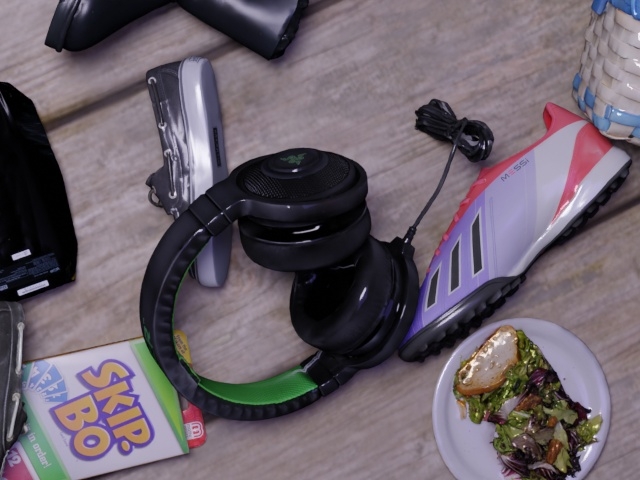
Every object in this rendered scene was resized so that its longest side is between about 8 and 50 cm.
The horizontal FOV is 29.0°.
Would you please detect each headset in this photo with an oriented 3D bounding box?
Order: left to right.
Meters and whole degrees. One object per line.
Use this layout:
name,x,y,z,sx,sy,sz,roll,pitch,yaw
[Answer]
headset,0.000,0.000,1.207,0.394,0.185,0.243,-35,124,-6

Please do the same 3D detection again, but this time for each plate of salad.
plate of salad,0.216,0.181,1.299,0.200,0.048,0.199,0,89,-12

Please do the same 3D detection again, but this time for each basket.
basket,0.390,-0.229,1.246,0.255,0.201,0.289,19,114,-10

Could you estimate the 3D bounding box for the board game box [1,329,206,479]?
board game box,-0.245,0.172,1.210,0.259,0.039,0.124,-12,91,-18

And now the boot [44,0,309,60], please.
boot,-0.122,-0.235,1.192,0.207,0.094,0.246,31,59,-7

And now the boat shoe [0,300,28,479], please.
boat shoe,-0.302,0.164,1.136,0.070,0.078,0.219,0,97,-43

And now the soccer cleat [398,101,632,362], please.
soccer cleat,0.177,-0.006,1.277,0.318,0.108,0.116,-43,78,-7

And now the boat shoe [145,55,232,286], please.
boat shoe,-0.137,-0.066,1.225,0.076,0.080,0.228,-5,95,12

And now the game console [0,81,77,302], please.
game console,-0.408,-0.012,1.136,0.361,0.044,0.213,-20,93,-28
